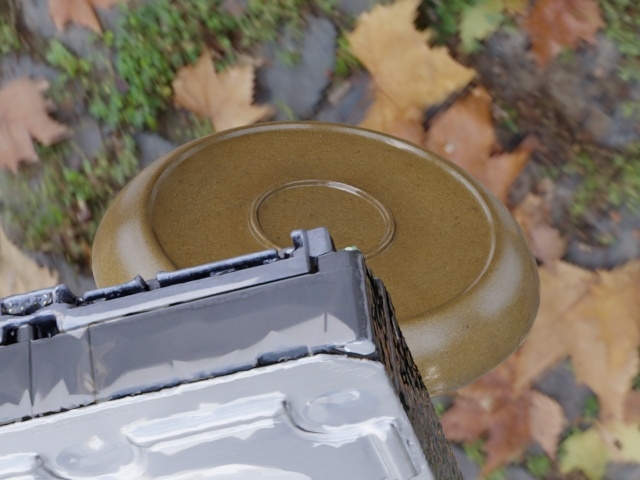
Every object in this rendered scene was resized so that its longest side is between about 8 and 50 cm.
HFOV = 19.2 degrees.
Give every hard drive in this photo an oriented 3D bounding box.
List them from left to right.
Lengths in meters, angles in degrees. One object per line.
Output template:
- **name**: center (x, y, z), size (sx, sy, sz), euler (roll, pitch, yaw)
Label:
- **hard drive**: center (-0.057, 0.124, 0.833), size (0.237, 0.064, 0.339), euler (-13, 147, 7)

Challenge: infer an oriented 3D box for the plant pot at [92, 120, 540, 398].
- **plant pot**: center (0.000, 0.000, 0.989), size (0.236, 0.236, 0.032), euler (-3, 127, -14)
